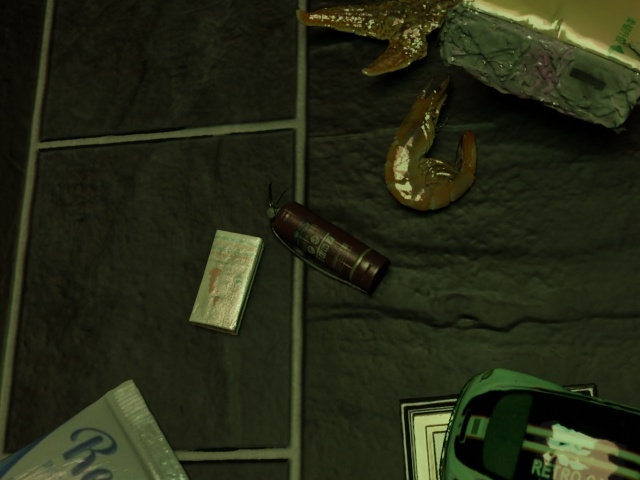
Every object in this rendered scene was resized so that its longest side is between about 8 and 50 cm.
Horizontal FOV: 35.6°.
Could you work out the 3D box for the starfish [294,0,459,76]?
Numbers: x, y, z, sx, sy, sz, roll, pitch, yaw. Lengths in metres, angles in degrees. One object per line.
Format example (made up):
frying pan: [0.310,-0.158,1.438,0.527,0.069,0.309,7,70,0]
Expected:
starfish: [0.109,-0.279,1.144,0.247,0.050,0.138,-36,69,-14]

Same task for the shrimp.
shrimp: [0.129,-0.106,1.076,0.095,0.045,0.162,20,74,18]

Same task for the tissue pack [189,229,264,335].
tissue pack: [-0.101,0.045,1.082,0.056,0.023,0.108,12,73,16]

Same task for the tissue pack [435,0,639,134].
tissue pack: [0.268,-0.241,1.026,0.215,0.123,0.256,25,51,13]

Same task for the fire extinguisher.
fire extinguisher: [0.000,0.000,1.067,0.158,0.043,0.064,32,122,21]

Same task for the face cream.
face cream: [-0.320,0.341,0.992,0.420,0.137,0.234,-30,65,-12]

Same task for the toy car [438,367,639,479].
toy car: [0.257,0.204,0.883,0.306,0.125,0.136,14,73,17]

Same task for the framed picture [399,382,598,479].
framed picture: [0.180,0.240,0.958,0.200,0.010,0.195,-6,69,10]
